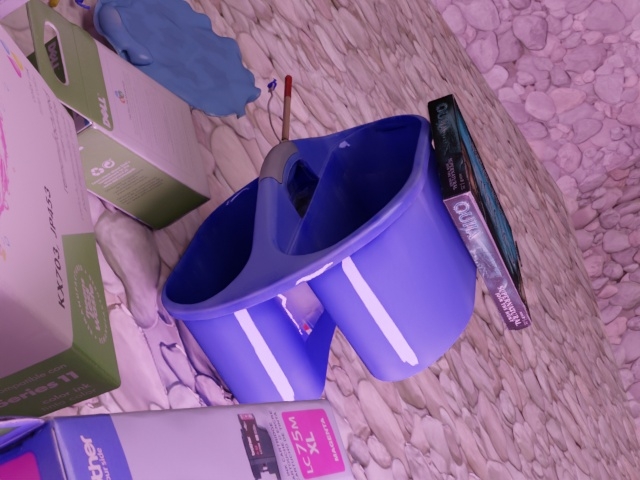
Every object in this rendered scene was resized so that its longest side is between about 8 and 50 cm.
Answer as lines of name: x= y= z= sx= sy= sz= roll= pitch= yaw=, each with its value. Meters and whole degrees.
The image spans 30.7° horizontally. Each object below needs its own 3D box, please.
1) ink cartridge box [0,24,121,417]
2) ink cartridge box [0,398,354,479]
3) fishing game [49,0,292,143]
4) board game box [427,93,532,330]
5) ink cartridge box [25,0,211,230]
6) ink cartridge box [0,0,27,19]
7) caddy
ink cartridge box: x=-0.227 y=-0.058 z=0.559 sx=0.353 sy=0.119 sz=0.207 roll=63 pitch=9 yaw=-60
ink cartridge box: x=-0.129 y=0.140 z=0.578 sx=0.311 sy=0.185 sz=0.065 roll=16 pitch=50 yaw=-63
fishing game: x=-0.140 y=-0.177 z=1.128 sx=0.264 sy=0.041 sz=0.189 roll=29 pitch=32 yaw=-22
board game box: x=0.142 y=-0.022 z=1.032 sx=0.126 sy=0.026 sz=0.186 roll=-94 pitch=159 yaw=-44
ink cartridge box: x=-0.182 y=-0.100 z=0.950 sx=0.209 sy=0.062 sz=0.109 roll=34 pitch=33 yaw=-52
ink cartridge box: x=-0.299 y=-0.219 z=0.805 sx=0.127 sy=0.072 sz=0.175 roll=65 pitch=20 yaw=10
caddy: x=0.000 y=0.000 z=1.009 sx=0.179 sy=0.241 sz=0.341 roll=60 pitch=19 yaw=-17
